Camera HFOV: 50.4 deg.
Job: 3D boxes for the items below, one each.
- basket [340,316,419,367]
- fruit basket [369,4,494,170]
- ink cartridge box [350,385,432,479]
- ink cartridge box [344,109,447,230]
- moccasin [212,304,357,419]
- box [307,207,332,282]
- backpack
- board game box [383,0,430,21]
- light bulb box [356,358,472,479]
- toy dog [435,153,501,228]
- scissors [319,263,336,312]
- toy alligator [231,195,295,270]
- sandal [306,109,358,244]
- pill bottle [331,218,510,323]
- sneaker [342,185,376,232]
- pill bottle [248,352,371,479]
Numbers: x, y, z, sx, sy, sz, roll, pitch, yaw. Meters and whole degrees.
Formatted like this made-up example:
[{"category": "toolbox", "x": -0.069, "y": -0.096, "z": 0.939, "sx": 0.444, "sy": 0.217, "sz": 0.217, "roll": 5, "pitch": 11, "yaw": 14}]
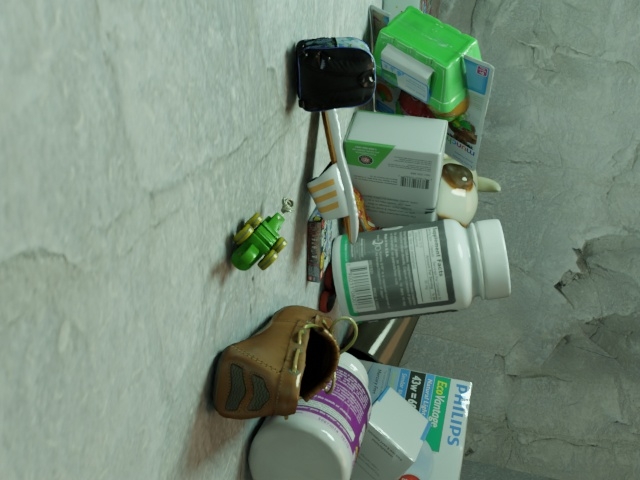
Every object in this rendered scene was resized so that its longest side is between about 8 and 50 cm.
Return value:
[{"category": "basket", "x": 0.178, "y": 0.256, "z": 1.891, "sx": 0.226, "sy": 0.154, "sz": 0.204, "roll": -58, "pitch": 143, "yaw": -24}, {"category": "fruit basket", "x": 0.236, "y": -0.339, "z": 1.574, "sx": 0.165, "sy": 0.327, "sz": 0.353, "roll": -42, "pitch": 154, "yaw": -24}, {"category": "ink cartridge box", "x": 0.072, "y": 0.476, "z": 1.399, "sx": 0.307, "sy": 0.129, "sz": 0.223, "roll": -52, "pitch": 170, "yaw": 15}, {"category": "ink cartridge box", "x": 0.169, "y": -0.140, "z": 1.565, "sx": 0.289, "sy": 0.211, "sz": 0.121, "roll": 87, "pitch": 16, "yaw": -48}, {"category": "moccasin", "x": -0.028, "y": 0.172, "z": 1.006, "sx": 0.380, "sy": 0.147, "sz": 0.139, "roll": 12, "pitch": 87, "yaw": -78}, {"category": "box", "x": 0.000, "y": 0.000, "z": 1.307, "sx": 0.094, "sy": 0.027, "sz": 0.137, "roll": -62, "pitch": 158, "yaw": -55}, {"category": "backpack", "x": 0.021, "y": -0.251, "z": 1.005, "sx": 0.084, "sy": 0.114, "sz": 0.105, "roll": -99, "pitch": -174, "yaw": -55}, {"category": "board game box", "x": 0.235, "y": -0.605, "z": 1.811, "sx": 0.303, "sy": 0.098, "sz": 0.224, "roll": -68, "pitch": 162, "yaw": -45}, {"category": "light bulb box", "x": 0.176, "y": 0.523, "z": 1.719, "sx": 0.225, "sy": 0.361, "sz": 0.357, "roll": 82, "pitch": 21, "yaw": -56}, {"category": "toy dog", "x": 0.360, "y": -0.132, "z": 2.088, "sx": 0.408, "sy": 0.396, "sz": 0.284, "roll": -71, "pitch": 176, "yaw": -74}, {"category": "scissors", "x": 0.037, "y": 0.110, "z": 1.604, "sx": 0.297, "sy": 0.021, "sz": 0.108, "roll": 13, "pitch": 84, "yaw": -79}, {"category": "toy alligator", "x": -0.078, "y": -0.004, "z": 0.889, "sx": 0.051, "sy": 0.056, "sz": 0.189, "roll": -40, "pitch": -170, "yaw": 26}, {"category": "sandal", "x": 0.009, "y": -0.119, "z": 1.180, "sx": 0.102, "sy": 0.076, "sz": 0.265, "roll": -141, "pitch": -142, "yaw": -87}, {"category": "pill bottle", "x": 0.219, "y": 0.064, "z": 1.490, "sx": 0.204, "sy": 0.361, "sz": 0.204, "roll": -8, "pitch": 90, "yaw": -80}, {"category": "sneaker", "x": 0.073, "y": -0.055, "z": 1.551, "sx": 0.064, "sy": 0.068, "sz": 0.175, "roll": -73, "pitch": 150, "yaw": -43}, {"category": "pill bottle", "x": -0.002, "y": 0.313, "z": 1.189, "sx": 0.301, "sy": 0.169, "sz": 0.169, "roll": -51, "pitch": 148, "yaw": -67}]
